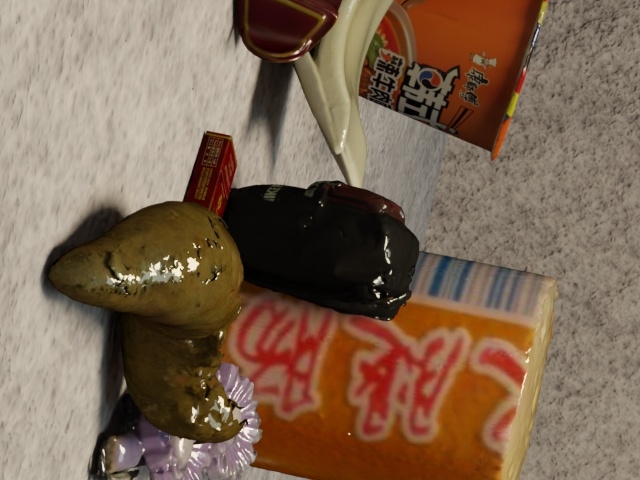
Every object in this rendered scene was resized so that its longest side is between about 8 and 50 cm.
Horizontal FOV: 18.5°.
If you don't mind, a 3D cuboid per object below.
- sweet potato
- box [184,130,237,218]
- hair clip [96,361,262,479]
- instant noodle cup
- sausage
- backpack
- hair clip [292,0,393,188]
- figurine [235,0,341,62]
[{"bbox_3d":[-0.100,0.042,1.325,0.310,0.098,0.124,72,33,-63],"label":"sweet potato"},{"bbox_3d":[-0.087,-0.037,1.527,0.051,0.023,0.082,81,23,-65],"label":"box"},{"bbox_3d":[-0.108,0.149,1.516,0.292,0.085,0.106,-10,94,-76],"label":"hair clip"},{"bbox_3d":[0.121,-0.227,1.969,0.250,0.192,0.250,17,90,-88],"label":"instant noodle cup"},{"bbox_3d":[0.054,0.115,1.769,0.233,0.287,0.233,12,90,-82],"label":"sausage"},{"bbox_3d":[-0.002,-0.001,1.637,0.120,0.165,0.105,28,79,-76],"label":"backpack"},{"bbox_3d":[0.018,-0.203,1.751,0.172,0.113,0.282,55,52,-78],"label":"hair clip"},{"bbox_3d":[-0.028,-0.194,1.574,0.098,0.082,0.154,122,-9,-49],"label":"figurine"}]
